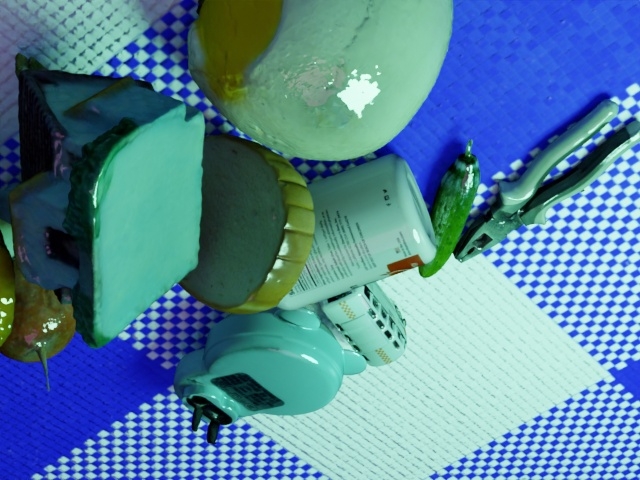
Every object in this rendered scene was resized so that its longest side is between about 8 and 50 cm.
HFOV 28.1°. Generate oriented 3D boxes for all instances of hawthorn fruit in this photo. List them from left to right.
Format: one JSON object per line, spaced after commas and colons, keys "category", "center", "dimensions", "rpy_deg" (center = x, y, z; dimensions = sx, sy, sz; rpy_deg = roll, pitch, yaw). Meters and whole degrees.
{"category": "hawthorn fruit", "center": [-0.395, 0.098, 1.763], "dimensions": [0.149, 0.189, 0.149], "rpy_deg": [-8, 110, -23]}

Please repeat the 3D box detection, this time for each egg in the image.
{"category": "egg", "center": [0.008, -0.206, 1.517], "dimensions": [0.337, 0.201, 0.337], "rpy_deg": [-3, 136, -3]}

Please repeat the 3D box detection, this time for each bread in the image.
{"category": "bread", "center": [-0.109, -0.020, 1.649], "dimensions": [0.236, 0.236, 0.070], "rpy_deg": [-42, 150, 27]}

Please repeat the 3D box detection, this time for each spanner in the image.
{"category": "spanner", "center": [0.308, -0.072, 1.789], "dimensions": [0.096, 0.040, 0.325], "rpy_deg": [32, 120, -31]}

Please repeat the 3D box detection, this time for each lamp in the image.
{"category": "lamp", "center": [-0.090, 0.188, 1.900], "dimensions": [0.284, 0.147, 0.209], "rpy_deg": [-33, 127, 18]}

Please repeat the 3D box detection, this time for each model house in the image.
{"category": "model house", "center": [-0.298, -0.064, 1.515], "dimensions": [0.249, 0.230, 0.280], "rpy_deg": [21, 127, 20]}

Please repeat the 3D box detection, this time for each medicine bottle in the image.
{"category": "medicine bottle", "center": [0.000, 0.000, 1.733], "dimensions": [0.289, 0.157, 0.157], "rpy_deg": [-20, 132, 11]}

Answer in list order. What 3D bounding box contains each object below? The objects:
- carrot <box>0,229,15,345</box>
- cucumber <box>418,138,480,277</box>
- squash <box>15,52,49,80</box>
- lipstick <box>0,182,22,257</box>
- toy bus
{"category": "carrot", "center": [-0.522, -0.013, 1.549], "dimensions": [0.241, 0.340, 0.241], "rpy_deg": [-25, 144, -20]}
{"category": "cucumber", "center": [0.184, -0.042, 1.790], "dimensions": [0.056, 0.056, 0.250], "rpy_deg": [5, 134, -12]}
{"category": "squash", "center": [-0.299, -0.155, 1.604], "dimensions": [0.094, 0.094, 0.224], "rpy_deg": [-35, 122, 23]}
{"category": "lipstick", "center": [-0.482, 0.025, 1.745], "dimensions": [0.304, 0.076, 0.076], "rpy_deg": [-35, 128, 22]}
{"category": "toy bus", "center": [0.064, 0.112, 1.892], "dimensions": [0.087, 0.089, 0.194], "rpy_deg": [-24, 132, 14]}
